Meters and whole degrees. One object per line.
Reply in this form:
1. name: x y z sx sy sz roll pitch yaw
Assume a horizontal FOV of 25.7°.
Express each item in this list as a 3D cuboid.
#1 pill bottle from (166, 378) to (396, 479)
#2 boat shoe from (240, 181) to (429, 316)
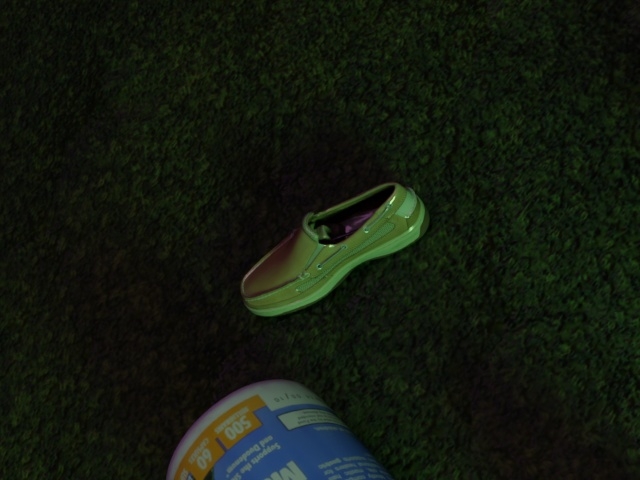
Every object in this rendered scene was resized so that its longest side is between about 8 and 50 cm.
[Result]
1. pill bottle: 0.010 0.241 1.058 0.152 0.152 0.272 -47 49 1
2. boat shoe: 0.000 0.000 1.249 0.190 0.072 0.068 -32 52 13
